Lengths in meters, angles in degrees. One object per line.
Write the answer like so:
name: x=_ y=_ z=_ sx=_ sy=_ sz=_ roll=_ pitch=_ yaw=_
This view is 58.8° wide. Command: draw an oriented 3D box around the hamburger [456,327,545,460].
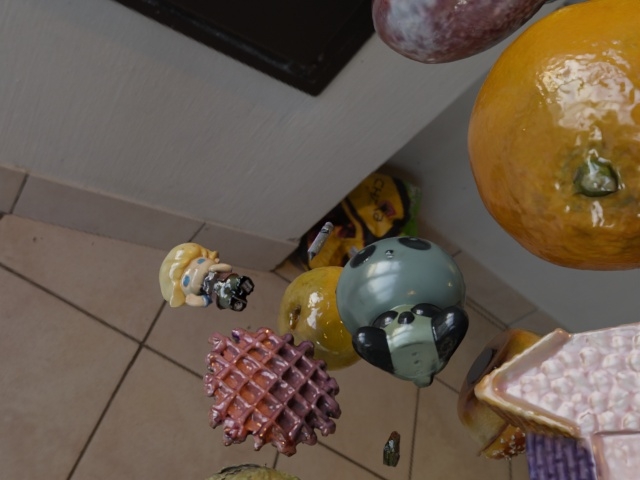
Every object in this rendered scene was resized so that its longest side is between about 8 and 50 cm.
hamburger: x=0.313 y=0.239 z=0.900 sx=0.147 sy=0.236 sz=0.237 roll=35 pitch=39 yaw=10

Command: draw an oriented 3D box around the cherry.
cherry: x=0.193 y=-0.360 z=0.742 sx=0.213 sy=0.285 sz=0.236 roll=33 pitch=6 yaw=-11

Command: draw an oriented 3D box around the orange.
orange: x=0.320 y=-0.113 z=0.637 sx=0.312 sy=0.312 sz=0.312 roll=24 pitch=46 yaw=-28

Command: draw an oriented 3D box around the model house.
model house: x=0.319 y=0.230 z=0.635 sx=0.202 sy=0.238 sz=0.236 roll=39 pitch=44 yaw=-54

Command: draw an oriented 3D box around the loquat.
loquat: x=0.016 y=0.155 z=1.135 sx=0.208 sy=0.208 sz=0.208 roll=24 pitch=46 yaw=-28

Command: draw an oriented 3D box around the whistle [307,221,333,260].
whistle: x=0.000 y=0.000 z=1.680 sx=0.033 sy=0.033 sz=0.176 roll=42 pitch=37 yaw=-9

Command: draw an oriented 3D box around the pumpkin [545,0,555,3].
pumpkin: x=0.352 y=-0.537 z=0.888 sx=0.321 sy=0.192 sz=0.320 roll=-2 pitch=93 yaw=-29

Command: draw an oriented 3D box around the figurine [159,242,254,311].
figurine: x=-0.198 y=0.072 z=0.973 sx=0.108 sy=0.196 sz=0.114 roll=22 pitch=86 yaw=-43

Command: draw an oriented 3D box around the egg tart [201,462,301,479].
egg tart: x=-0.112 y=0.581 z=1.159 sx=0.352 sy=0.150 sz=0.352 roll=19 pitch=26 yaw=-10

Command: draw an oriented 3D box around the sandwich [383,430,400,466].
sandwich: x=0.155 y=0.451 z=1.222 sx=0.026 sy=0.101 sz=0.069 roll=14 pitch=42 yaw=22

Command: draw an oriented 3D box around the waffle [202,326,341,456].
waffle: x=-0.074 y=0.231 z=0.904 sx=0.234 sy=0.055 sz=0.221 roll=11 pitch=41 yaw=-26

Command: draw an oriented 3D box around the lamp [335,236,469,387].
lamp: x=0.120 y=0.095 z=0.834 sx=0.198 sy=0.197 sz=0.244 roll=38 pitch=18 yaw=-14
